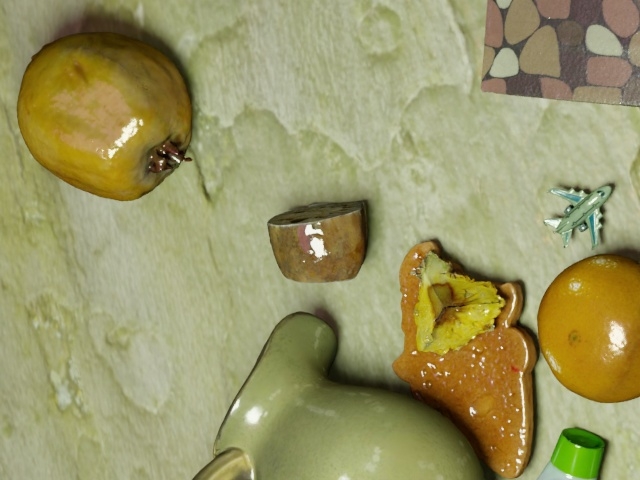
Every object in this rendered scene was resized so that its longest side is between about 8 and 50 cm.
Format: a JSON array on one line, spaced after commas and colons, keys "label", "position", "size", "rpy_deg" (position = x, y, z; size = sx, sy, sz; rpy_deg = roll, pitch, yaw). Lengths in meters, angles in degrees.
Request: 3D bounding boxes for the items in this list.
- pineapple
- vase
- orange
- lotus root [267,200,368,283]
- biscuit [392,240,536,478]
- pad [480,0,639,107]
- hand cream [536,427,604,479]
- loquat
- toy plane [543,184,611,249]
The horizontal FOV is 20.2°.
[{"label": "pineapple", "position": [0.131, 0.060, 1.953], "size": [0.114, 0.077, 0.114], "rpy_deg": [-40, 60, 22]}, {"label": "vase", "position": [-0.013, 0.269, 1.943], "size": [0.302, 0.329, 0.241], "rpy_deg": [40, 146, 23]}, {"label": "orange", "position": [0.302, 0.091, 1.866], "size": [0.156, 0.124, 0.156], "rpy_deg": [8, 100, 46]}, {"label": "lotus root", "position": [-0.003, 0.000, 2.031], "size": [0.112, 0.122, 0.081], "rpy_deg": [-3, 101, 5]}, {"label": "biscuit", "position": [0.167, 0.131, 1.991], "size": [0.183, 0.043, 0.280], "rpy_deg": [-31, 80, 32]}, {"label": "pad", "position": [0.282, -0.226, 1.909], "size": [0.235, 0.003, 0.158], "rpy_deg": [9, 100, 29]}, {"label": "hand cream", "position": [0.249, 0.336, 1.973], "size": [0.079, 0.050, 0.275], "rpy_deg": [39, 120, 50]}, {"label": "loquat", "position": [-0.251, -0.146, 2.121], "size": [0.234, 0.176, 0.187], "rpy_deg": [29, 110, 13]}, {"label": "toy plane", "position": [0.280, -0.031, 1.916], "size": [0.083, 0.033, 0.080], "rpy_deg": [-41, 75, 19]}]
